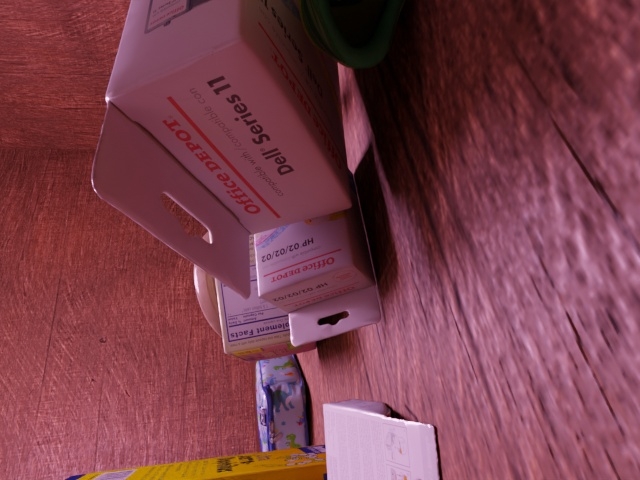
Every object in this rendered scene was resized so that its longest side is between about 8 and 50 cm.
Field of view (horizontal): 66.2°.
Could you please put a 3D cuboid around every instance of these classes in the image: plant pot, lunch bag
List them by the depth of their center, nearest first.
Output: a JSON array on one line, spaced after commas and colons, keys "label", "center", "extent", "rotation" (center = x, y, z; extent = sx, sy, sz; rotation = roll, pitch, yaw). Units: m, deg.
[{"label": "plant pot", "center": [-0.116, 0.070, 0.924], "extent": [0.237, 0.110, 0.237], "rotation": [40, -139, -48]}, {"label": "lunch bag", "center": [-0.079, 0.331, 0.965], "extent": [0.219, 0.090, 0.176], "rotation": [-133, 40, -73]}]

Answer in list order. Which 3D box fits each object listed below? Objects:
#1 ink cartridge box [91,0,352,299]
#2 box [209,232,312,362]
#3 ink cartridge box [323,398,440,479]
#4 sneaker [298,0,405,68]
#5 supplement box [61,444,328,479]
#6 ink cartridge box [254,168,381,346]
[{"label": "ink cartridge box", "center": [-0.064, -0.149, 0.450], "extent": [0.207, 0.119, 0.353], "rotation": [49, -148, -52]}, {"label": "box", "center": [-0.083, 0.046, 0.732], "extent": [0.213, 0.117, 0.243], "rotation": [92, 167, -73]}, {"label": "ink cartridge box", "center": [0.063, 0.223, 0.439], "extent": [0.179, 0.045, 0.145], "rotation": [-22, 69, 58]}, {"label": "sneaker", "center": [0.035, -0.257, 0.320], "extent": [0.123, 0.109, 0.295], "rotation": [-108, 11, -47]}, {"label": "supplement box", "center": [-0.132, 0.365, 0.566], "extent": [0.195, 0.356, 0.194], "rotation": [123, 143, -69]}, {"label": "ink cartridge box", "center": [-0.009, 0.005, 0.507], "extent": [0.061, 0.104, 0.181], "rotation": [43, -148, -54]}]
